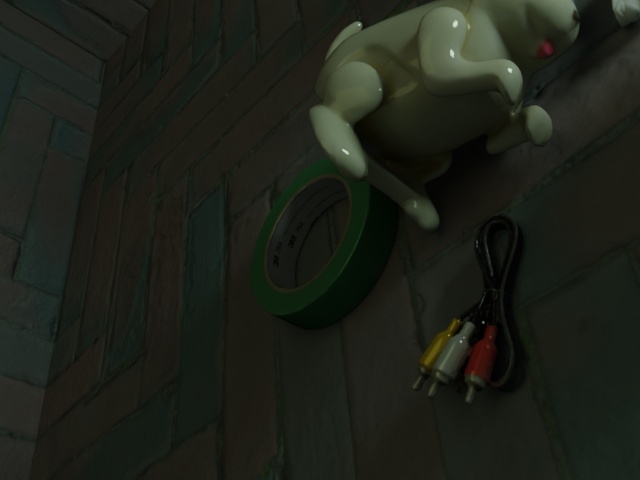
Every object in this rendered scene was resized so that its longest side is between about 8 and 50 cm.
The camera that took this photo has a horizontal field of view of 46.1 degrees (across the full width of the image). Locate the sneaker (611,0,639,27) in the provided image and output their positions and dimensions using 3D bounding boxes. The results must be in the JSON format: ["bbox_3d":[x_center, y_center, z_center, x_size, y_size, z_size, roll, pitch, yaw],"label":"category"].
[{"bbox_3d":[0.454,-0.376,1.078,0.061,0.054,0.152,-12,61,38],"label":"sneaker"}]

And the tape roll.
[{"bbox_3d":[0.000,0.000,1.376,0.321,0.077,0.321,-33,42,36],"label":"tape roll"}]

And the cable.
[{"bbox_3d":[0.223,0.087,1.009,0.139,0.072,0.287,5,69,49],"label":"cable"}]

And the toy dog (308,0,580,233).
[{"bbox_3d":[0.207,-0.271,1.143,0.408,0.284,0.395,-40,39,19],"label":"toy dog"}]
